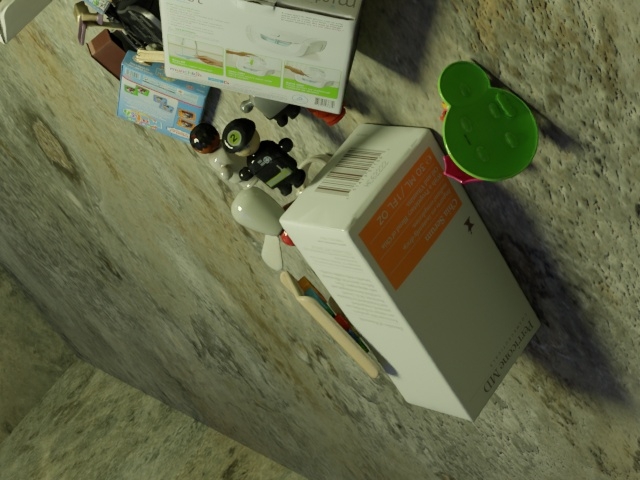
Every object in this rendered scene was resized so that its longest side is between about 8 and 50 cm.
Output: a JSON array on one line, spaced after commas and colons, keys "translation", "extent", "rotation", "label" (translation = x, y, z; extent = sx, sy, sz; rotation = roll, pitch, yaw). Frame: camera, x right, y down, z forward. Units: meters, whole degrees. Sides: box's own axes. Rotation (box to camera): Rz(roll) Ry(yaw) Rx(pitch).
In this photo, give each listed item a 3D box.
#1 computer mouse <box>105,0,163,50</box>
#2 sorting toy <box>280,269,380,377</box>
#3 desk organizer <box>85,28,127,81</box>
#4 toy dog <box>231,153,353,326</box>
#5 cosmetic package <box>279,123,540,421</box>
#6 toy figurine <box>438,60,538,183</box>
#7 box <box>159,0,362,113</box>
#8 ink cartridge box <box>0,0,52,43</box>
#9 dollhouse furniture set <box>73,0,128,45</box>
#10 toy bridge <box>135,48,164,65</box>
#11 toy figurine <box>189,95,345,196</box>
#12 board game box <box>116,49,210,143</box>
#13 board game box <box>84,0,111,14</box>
[{"translation": [-0.323, -0.406, 1.971], "extent": [0.184, 0.060, 0.262], "rotation": [44, 169, -20], "label": "computer mouse"}, {"translation": [0.019, 0.135, 1.978], "extent": [0.193, 0.038, 0.208], "rotation": [47, 178, -16], "label": "sorting toy"}, {"translation": [-0.374, -0.335, 2.177], "extent": [0.130, 0.050, 0.047], "rotation": [41, -164, -45], "label": "desk organizer"}, {"translation": [0.000, 0.000, 2.097], "extent": [0.333, 0.220, 0.161], "rotation": [55, -175, -15], "label": "toy dog"}, {"translation": [0.156, 0.055, 1.866], "extent": [0.162, 0.230, 0.453], "rotation": [11, 144, 47], "label": "cosmetic package"}, {"translation": [0.204, -0.145, 1.607], "extent": [0.173, 0.130, 0.159], "rotation": [61, 168, 6], "label": "toy figurine"}, {"translation": [-0.078, -0.303, 1.580], "extent": [0.262, 0.126, 0.231], "rotation": [12, 154, 2], "label": "box"}, {"translation": [-0.581, -0.502, 1.986], "extent": [0.283, 0.207, 0.117], "rotation": [38, 158, 5], "label": "ink cartridge box"}, {"translation": [-0.376, -0.396, 2.003], "extent": [0.114, 0.081, 0.091], "rotation": [-119, 36, -51], "label": "dollhouse furniture set"}, {"translation": [-0.234, -0.302, 1.984], "extent": [0.188, 0.026, 0.063], "rotation": [15, 179, 23], "label": "toy bridge"}, {"translation": [-0.092, -0.188, 1.820], "extent": [0.148, 0.213, 0.210], "rotation": [39, 165, -31], "label": "toy figurine"}, {"translation": [-0.293, -0.260, 2.150], "extent": [0.160, 0.039, 0.211], "rotation": [21, 156, -5], "label": "board game box"}, {"translation": [-0.379, -0.468, 1.789], "extent": [0.194, 0.060, 0.194], "rotation": [26, 141, -19], "label": "board game box"}]
